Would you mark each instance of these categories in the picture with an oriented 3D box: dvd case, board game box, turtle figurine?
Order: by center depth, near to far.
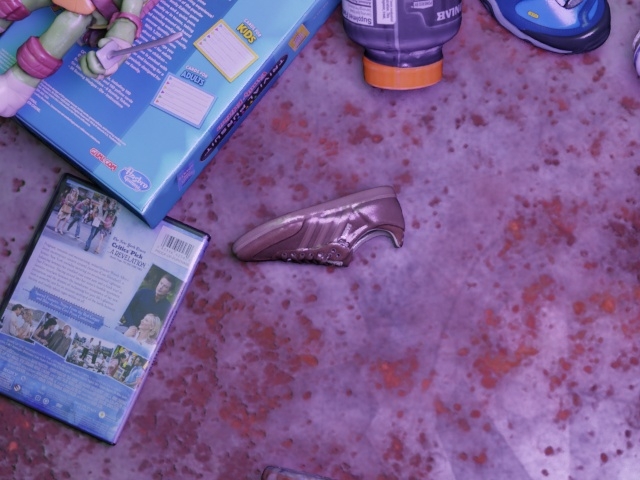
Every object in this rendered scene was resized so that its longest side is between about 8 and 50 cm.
[{"bbox_3d":[-0.271,-0.250,1.488,0.266,0.274,0.198,-33,110,18],"label":"turtle figurine"},{"bbox_3d":[-0.252,0.073,1.632,0.180,0.022,0.253,23,83,7],"label":"dvd case"},{"bbox_3d":[-0.178,-0.222,1.636,0.254,0.079,0.336,38,82,10],"label":"board game box"}]

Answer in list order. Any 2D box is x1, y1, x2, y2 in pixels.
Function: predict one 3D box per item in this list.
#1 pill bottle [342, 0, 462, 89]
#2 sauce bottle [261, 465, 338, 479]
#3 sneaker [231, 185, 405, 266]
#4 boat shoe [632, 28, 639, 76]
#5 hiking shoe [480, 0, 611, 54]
[{"bbox_3d":[0.086,-0.287,1.582,0.130,0.130,0.245,-1,114,3],"label":"pill bottle"},{"bbox_3d":[-0.042,0.409,1.525,0.111,0.111,0.344,10,82,4],"label":"sauce bottle"},{"bbox_3d":[0.000,0.000,1.608,0.188,0.066,0.071,-19,82,0],"label":"sneaker"},{"bbox_3d":[0.422,-0.296,1.628,0.094,0.109,0.302,34,75,23],"label":"boat shoe"},{"bbox_3d":[0.202,-0.326,1.616,0.113,0.132,0.304,-40,81,-4],"label":"hiking shoe"}]
